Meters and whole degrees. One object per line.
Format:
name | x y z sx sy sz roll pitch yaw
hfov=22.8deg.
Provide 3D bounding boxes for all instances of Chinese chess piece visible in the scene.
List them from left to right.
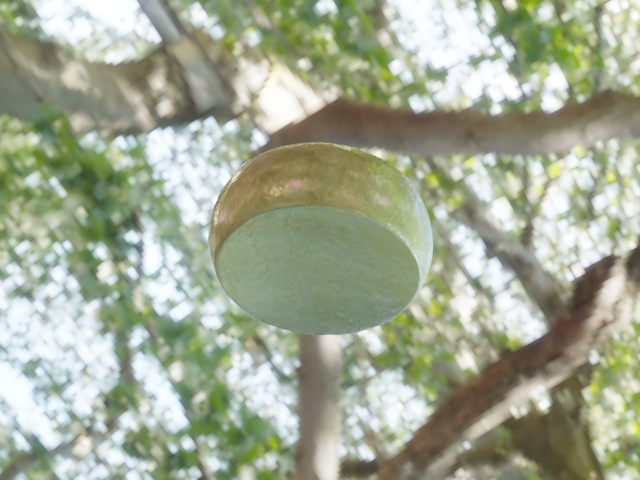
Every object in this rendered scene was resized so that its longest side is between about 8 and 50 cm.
Chinese chess piece | 0.000 0.000 1.016 0.144 0.144 0.058 -18 -136 24
